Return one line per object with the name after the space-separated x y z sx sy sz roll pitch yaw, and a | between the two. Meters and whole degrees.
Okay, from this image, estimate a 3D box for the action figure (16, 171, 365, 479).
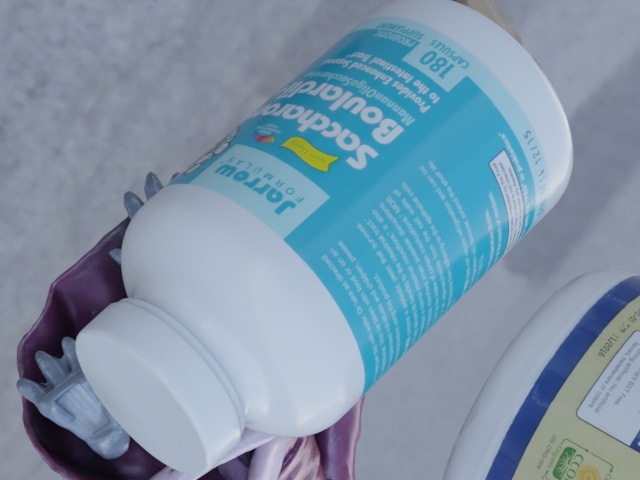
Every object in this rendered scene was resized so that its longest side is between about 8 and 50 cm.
-0.042 0.134 1.154 0.248 0.276 0.370 -35 137 -8 | action figure

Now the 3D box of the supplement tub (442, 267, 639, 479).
0.255 0.180 1.065 0.228 0.316 0.228 -43 150 -33 | supplement tub

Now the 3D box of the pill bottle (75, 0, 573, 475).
0.000 0.000 0.892 0.264 0.146 0.146 -43 152 -28 | pill bottle

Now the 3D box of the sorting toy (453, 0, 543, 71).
0.137 -0.188 1.583 0.046 0.132 0.274 -23 130 19 | sorting toy
